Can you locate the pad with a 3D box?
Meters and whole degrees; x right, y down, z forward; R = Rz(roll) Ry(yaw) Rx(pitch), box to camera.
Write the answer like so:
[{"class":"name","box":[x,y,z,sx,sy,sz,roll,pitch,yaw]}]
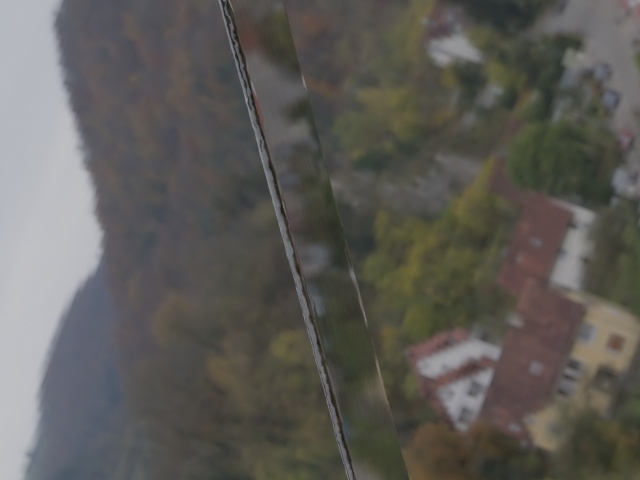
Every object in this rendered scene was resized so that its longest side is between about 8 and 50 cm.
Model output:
[{"class":"pad","box":[0.000,0.000,0.449,0.158,0.003,0.235,-81,-23,-78]}]
